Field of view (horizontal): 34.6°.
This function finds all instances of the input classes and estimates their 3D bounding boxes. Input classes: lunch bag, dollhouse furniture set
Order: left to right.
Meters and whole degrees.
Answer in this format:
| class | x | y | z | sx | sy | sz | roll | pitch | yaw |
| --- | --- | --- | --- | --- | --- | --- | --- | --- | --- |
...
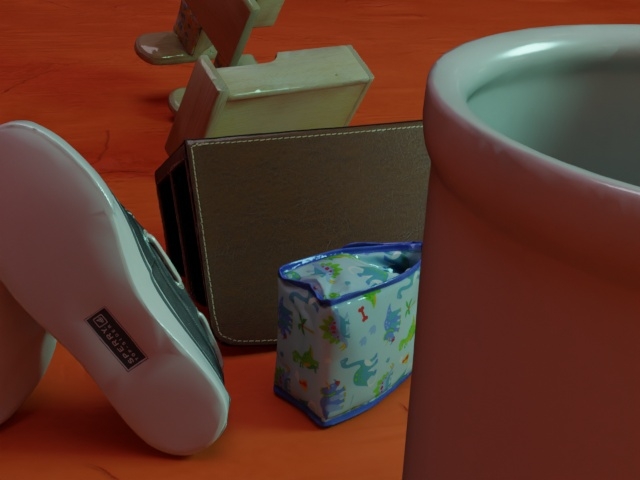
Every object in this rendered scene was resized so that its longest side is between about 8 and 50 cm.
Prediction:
| class | x | y | z | sx | sy | sz | roll | pitch | yaw |
| --- | --- | --- | --- | --- | --- | --- | --- | --- | --- |
| dollhouse furniture set | -0.149 | -0.302 | 1.482 | 0.257 | 0.362 | 0.394 | -13 | 59 | -35 |
| lunch bag | 0.037 | 0.074 | 0.922 | 0.151 | 0.128 | 0.096 | -16 | 31 | -34 |

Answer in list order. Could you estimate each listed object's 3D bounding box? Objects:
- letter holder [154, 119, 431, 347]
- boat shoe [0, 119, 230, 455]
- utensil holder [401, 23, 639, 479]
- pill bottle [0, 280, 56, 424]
| class | x | y | z | sx | sy | sz | roll | pitch | yaw |
| --- | --- | --- | --- | --- | --- | --- | --- | --- | --- |
| letter holder | 0.000 | 0.000 | 1.092 | 0.302 | 0.214 | 0.152 | -8 | -5 | -21 |
| boat shoe | -0.168 | 0.031 | 0.830 | 0.108 | 0.301 | 0.102 | -32 | 16 | 10 |
| utensil holder | 0.203 | 0.108 | 0.559 | 0.328 | 0.385 | 0.327 | 3 | 24 | -1 |
| pill bottle | -0.387 | 0.045 | 0.885 | 0.302 | 0.169 | 0.169 | 17 | 28 | 28 |
